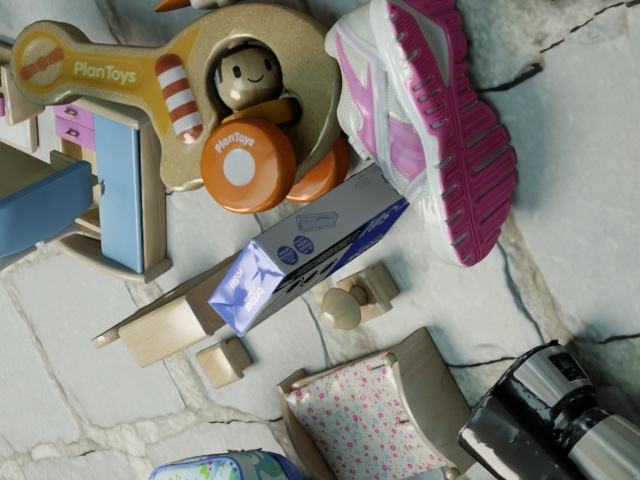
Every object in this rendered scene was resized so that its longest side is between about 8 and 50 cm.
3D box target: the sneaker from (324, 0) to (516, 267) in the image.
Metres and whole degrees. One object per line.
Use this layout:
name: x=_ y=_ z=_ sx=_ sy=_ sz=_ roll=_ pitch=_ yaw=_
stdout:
sneaker: x=0.081 y=-0.096 z=1.293 sx=0.111 sy=0.103 sz=0.252 roll=-9 pitch=102 yaw=47

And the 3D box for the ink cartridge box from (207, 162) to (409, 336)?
ink cartridge box: x=0.000 y=0.000 z=1.331 sx=0.046 sy=0.207 sz=0.097 roll=47 pitch=136 yaw=10

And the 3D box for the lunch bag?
lunch bag: x=-0.092 y=0.317 z=1.497 sx=0.176 sy=0.090 sz=0.219 roll=-18 pitch=76 yaw=46

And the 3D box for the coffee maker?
coffee maker: x=0.206 y=0.203 z=1.306 sx=0.178 sy=0.171 sz=0.120 roll=44 pitch=180 yaw=29

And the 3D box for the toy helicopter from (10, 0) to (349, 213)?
toy helicopter: x=-0.135 y=-0.164 z=1.398 sx=0.355 sy=0.140 sz=0.235 roll=11 pitch=101 yaw=26

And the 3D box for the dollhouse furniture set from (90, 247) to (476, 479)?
dollhouse furniture set: x=-0.031 y=0.190 z=1.494 sx=0.303 sy=0.174 sz=0.355 roll=-26 pitch=96 yaw=46

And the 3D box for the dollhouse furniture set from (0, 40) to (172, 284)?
dollhouse furniture set: x=-0.337 y=-0.032 z=1.534 sx=0.286 sy=0.303 sz=0.198 roll=22 pitch=126 yaw=30
